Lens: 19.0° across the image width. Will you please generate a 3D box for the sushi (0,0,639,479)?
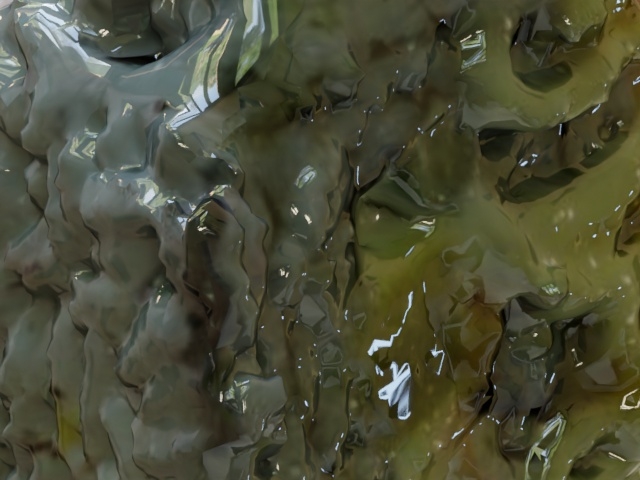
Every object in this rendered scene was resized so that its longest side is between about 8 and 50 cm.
[{"bbox_3d":[0.000,0.000,0.502,0.139,0.184,0.274,9,-69,47],"label":"sushi"}]
